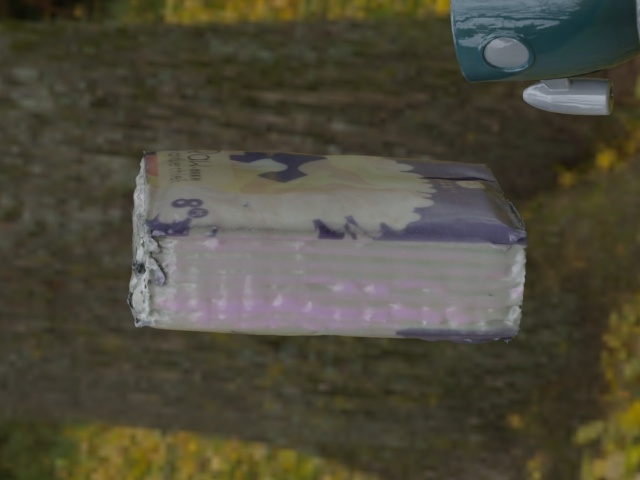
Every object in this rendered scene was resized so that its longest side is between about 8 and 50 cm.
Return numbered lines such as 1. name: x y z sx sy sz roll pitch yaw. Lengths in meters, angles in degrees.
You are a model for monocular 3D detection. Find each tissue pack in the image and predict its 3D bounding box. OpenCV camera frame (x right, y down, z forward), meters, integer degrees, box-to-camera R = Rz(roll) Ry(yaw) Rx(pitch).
1. tissue pack: 0.000 0.000 1.742 0.242 0.343 0.125 -103 17 -70

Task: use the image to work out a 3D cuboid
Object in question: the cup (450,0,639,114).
1. cup: 0.209 -0.211 1.586 0.300 0.173 0.167 69 -151 -48
